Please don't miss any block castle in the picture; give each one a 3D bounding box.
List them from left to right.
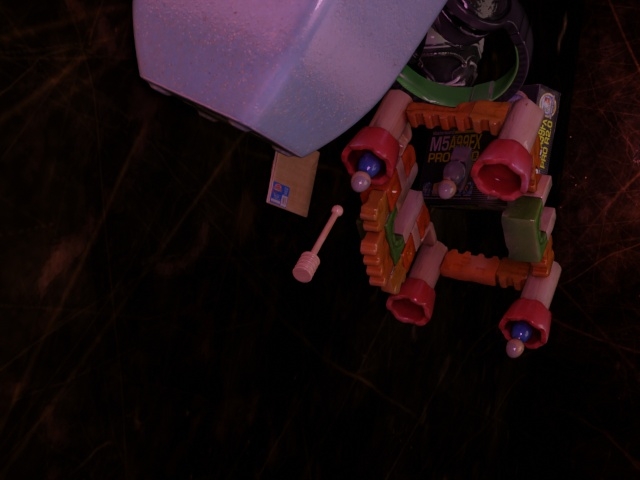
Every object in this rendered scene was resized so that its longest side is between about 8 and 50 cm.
[{"bbox_3d":[0.220,-0.015,1.611,0.212,0.303,0.453,-62,149,-33],"label":"block castle"}]

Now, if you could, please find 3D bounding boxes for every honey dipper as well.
[{"bbox_3d":[0.000,0.000,1.461,0.160,0.031,0.030,-62,150,-45],"label":"honey dipper"}]

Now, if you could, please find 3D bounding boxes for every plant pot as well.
[{"bbox_3d":[-0.048,-0.234,1.018,0.252,0.248,0.247,-64,156,1],"label":"plant pot"}]

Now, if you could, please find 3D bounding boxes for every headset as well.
[{"bbox_3d":[0.153,-0.324,1.455,0.394,0.243,0.185,49,46,-33],"label":"headset"}]

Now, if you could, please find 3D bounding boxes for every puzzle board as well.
[{"bbox_3d":[-0.039,-0.089,1.359,0.128,0.011,0.096,18,83,-66],"label":"puzzle board"}]

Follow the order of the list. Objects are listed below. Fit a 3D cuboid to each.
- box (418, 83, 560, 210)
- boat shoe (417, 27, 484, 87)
[{"bbox_3d":[0.300,-0.164,1.794,0.060,0.270,0.216,13,85,-35],"label":"box"},{"bbox_3d":[0.235,-0.320,1.757,0.335,0.121,0.119,-12,104,-67],"label":"boat shoe"}]
